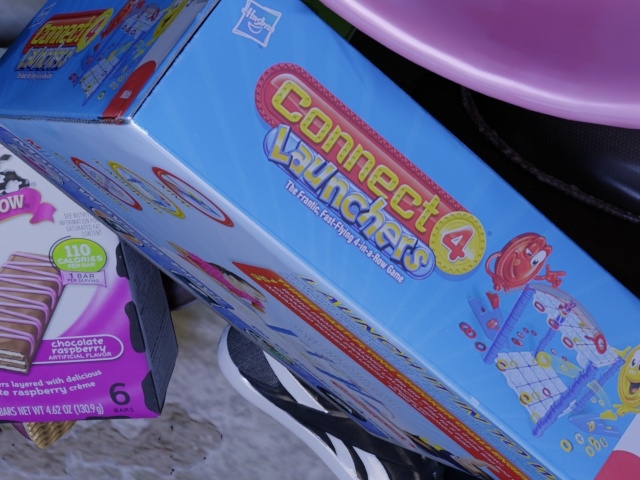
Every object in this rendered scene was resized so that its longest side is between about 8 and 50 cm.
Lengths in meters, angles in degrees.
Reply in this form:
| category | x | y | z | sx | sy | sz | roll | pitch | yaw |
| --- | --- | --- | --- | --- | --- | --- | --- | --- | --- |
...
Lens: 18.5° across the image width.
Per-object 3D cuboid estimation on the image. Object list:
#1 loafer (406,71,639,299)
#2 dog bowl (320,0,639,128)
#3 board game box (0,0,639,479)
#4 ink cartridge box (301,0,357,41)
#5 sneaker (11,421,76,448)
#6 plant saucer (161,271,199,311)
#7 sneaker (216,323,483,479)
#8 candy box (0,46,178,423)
| category | x | y | z | sx | sy | sz | roll | pitch | yaw |
| --- | --- | --- | --- | --- | --- | --- | --- | --- | --- |
| loafer | 0.220 | -0.024 | 0.993 | 0.366 | 0.134 | 0.130 | 22 | 128 | -2 |
| dog bowl | 0.106 | -0.214 | 0.650 | 0.408 | 0.150 | 0.408 | 16 | 133 | 18 |
| board game box | 0.000 | 0.000 | 0.961 | 0.308 | 0.086 | 0.302 | 40 | 169 | -21 |
| ink cartridge box | -0.077 | -0.158 | 1.024 | 0.189 | 0.097 | 0.255 | 33 | 172 | -9 |
| sneaker | -0.214 | 0.065 | 1.343 | 0.084 | 0.069 | 0.185 | 29 | 149 | 32 |
| plant saucer | -0.133 | -0.023 | 1.228 | 0.168 | 0.029 | 0.168 | 14 | 138 | 13 |
| sneaker | 0.046 | 0.099 | 1.225 | 0.217 | 0.079 | 0.121 | 34 | 140 | -7 |
| candy box | -0.185 | 0.001 | 1.170 | 0.159 | 0.071 | 0.233 | -3 | 125 | 10 |
